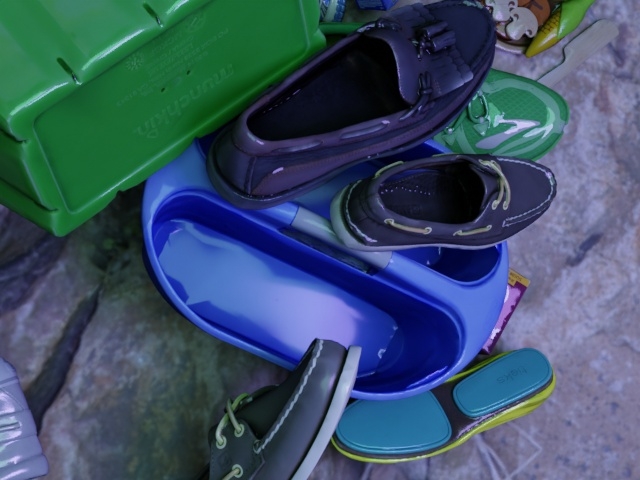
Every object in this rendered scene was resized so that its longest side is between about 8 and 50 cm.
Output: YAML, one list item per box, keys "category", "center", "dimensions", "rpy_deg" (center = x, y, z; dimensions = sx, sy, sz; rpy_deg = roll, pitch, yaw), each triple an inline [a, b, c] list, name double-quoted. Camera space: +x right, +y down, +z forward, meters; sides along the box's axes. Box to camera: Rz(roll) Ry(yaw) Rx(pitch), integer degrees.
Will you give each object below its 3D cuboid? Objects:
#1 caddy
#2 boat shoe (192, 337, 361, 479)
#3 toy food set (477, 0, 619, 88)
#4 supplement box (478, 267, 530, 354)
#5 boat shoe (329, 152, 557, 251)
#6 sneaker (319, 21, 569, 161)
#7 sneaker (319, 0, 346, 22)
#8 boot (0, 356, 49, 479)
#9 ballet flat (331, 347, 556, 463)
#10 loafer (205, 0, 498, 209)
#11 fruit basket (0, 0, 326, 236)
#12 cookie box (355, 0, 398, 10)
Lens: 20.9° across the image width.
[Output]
- category: "caddy"
  center: [0.000, 0.000, 1.553]
  dimensions: [0.341, 0.179, 0.241]
  rpy_deg: [25, 83, -12]
- category: "boat shoe"
  center: [-0.060, 0.191, 1.501]
  dimensions: [0.091, 0.109, 0.305]
  rpy_deg: [29, 124, -2]
- category: "toy food set"
  center: [0.201, -0.246, 1.685]
  dimensions: [0.132, 0.038, 0.192]
  rpy_deg: [-40, 97, -12]
- category: "supplement box"
  center: [0.153, 0.060, 1.657]
  dimensions: [0.055, 0.043, 0.083]
  rpy_deg: [31, 81, -12]
- category: "boat shoe"
  center: [0.120, -0.035, 1.487]
  dimensions: [0.227, 0.068, 0.081]
  rpy_deg: [-10, 79, -32]
- category: "sneaker"
  center: [0.096, -0.132, 1.610]
  dimensions: [0.295, 0.123, 0.109]
  rpy_deg: [12, 84, -14]
- category: "sneaker"
  center: [-0.007, -0.270, 1.630]
  dimensions: [0.058, 0.052, 0.135]
  rpy_deg: [-2, 87, -10]
- category: "boot"
  center: [-0.364, 0.204, 1.493]
  dimensions: [0.258, 0.095, 0.123]
  rpy_deg: [-23, 86, -15]
- category: "ballet flat"
  center: [0.115, 0.166, 1.626]
  dimensions: [0.231, 0.077, 0.077]
  rpy_deg: [-18, 62, -17]
- category: "loafer"
  center: [0.041, -0.127, 1.466]
  dimensions: [0.302, 0.095, 0.109]
  rpy_deg: [-32, 76, -23]
- category: "fruit basket"
  center: [-0.224, -0.243, 1.455]
  dimensions: [0.392, 0.283, 0.392]
  rpy_deg: [-4, 56, 6]
- category: "cookie box"
  center: [0.056, -0.283, 1.615]
  dimensions: [0.092, 0.040, 0.107]
  rpy_deg: [-47, 127, -33]
